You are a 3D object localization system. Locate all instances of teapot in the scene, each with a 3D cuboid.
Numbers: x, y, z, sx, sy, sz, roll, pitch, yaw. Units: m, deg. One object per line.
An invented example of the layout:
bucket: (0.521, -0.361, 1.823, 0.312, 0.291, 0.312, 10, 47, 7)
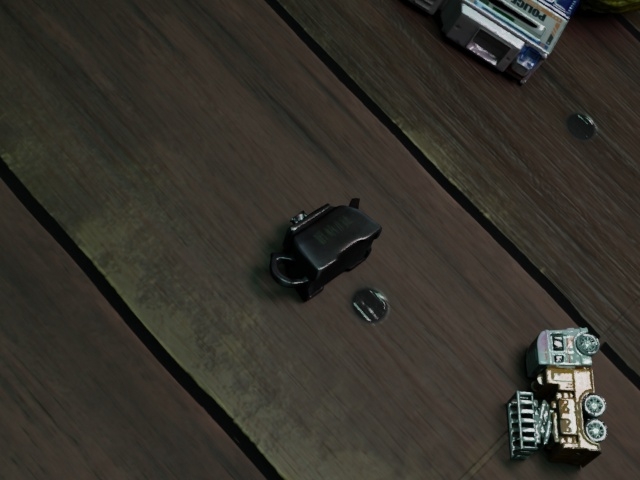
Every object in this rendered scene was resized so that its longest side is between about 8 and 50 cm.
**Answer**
teapot: (0.000, 0.000, 1.491, 0.177, 0.087, 0.096, -35, 73, -29)

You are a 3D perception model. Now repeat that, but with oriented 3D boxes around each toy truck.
toy truck: (0.249, -0.377, 1.744, 0.268, 0.124, 0.155, 31, 64, -2)
toy truck: (0.310, 0.203, 1.488, 0.115, 0.080, 0.178, 4, 64, -5)

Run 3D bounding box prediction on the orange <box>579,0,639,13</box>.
orange: (0.447, -0.490, 1.785, 0.301, 0.223, 0.300, 32, 16, -19)
